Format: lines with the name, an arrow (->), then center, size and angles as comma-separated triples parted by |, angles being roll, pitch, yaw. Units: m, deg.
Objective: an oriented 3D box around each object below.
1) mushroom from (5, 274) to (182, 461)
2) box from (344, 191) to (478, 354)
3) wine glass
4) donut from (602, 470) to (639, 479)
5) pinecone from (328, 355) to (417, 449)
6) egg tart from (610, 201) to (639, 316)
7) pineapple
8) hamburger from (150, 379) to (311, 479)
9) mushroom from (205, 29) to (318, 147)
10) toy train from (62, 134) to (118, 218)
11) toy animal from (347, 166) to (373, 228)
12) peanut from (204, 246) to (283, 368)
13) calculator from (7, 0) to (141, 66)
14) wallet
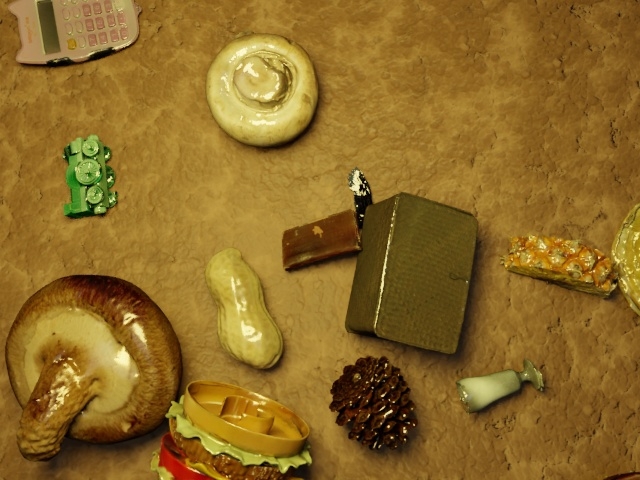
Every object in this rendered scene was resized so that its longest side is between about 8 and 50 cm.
mushroom -> -0.432, 0.225, 1.050 | 0.344, 0.239, 0.346 | 0, 90, -16
box -> 0.174, 0.066, 1.060 | 0.184, 0.143, 0.274 | 14, 79, -17
wine glass -> 0.350, 0.285, 1.077 | 0.155, 0.072, 0.072 | -18, 80, -2
donut -> 0.584, 0.547, 1.011 | 0.216, 0.096, 0.230 | -37, 81, -2
pinecone -> 0.108, 0.319, 1.043 | 0.163, 0.163, 0.165 | -39, 102, -5
egg tart -> 0.743, 0.040, 1.081 | 0.314, 0.120, 0.315 | -1, 80, 3
pineapple -> 0.486, 0.045, 1.081 | 0.233, 0.135, 0.080 | 18, 81, 6
hamburger -> -0.162, 0.397, 0.978 | 0.274, 0.274, 0.212 | 20, 88, 5
mushroom -> -0.125, -0.319, 1.146 | 0.254, 0.184, 0.255 | 0, 93, 8
toy train -> -0.502, -0.138, 1.184 | 0.104, 0.071, 0.178 | -11, 81, 11
toy animal -> 0.099, -0.052, 1.157 | 0.107, 0.062, 0.220 | -23, 79, -23
peanut -> -0.162, 0.139, 1.100 | 0.123, 0.123, 0.257 | -25, 78, -2
calculator -> -0.555, -0.499, 1.263 | 0.294, 0.043, 0.194 | -14, 79, -4
wallet -> 0.000, 0.000, 1.123 | 0.176, 0.026, 0.095 | -19, 62, 25
